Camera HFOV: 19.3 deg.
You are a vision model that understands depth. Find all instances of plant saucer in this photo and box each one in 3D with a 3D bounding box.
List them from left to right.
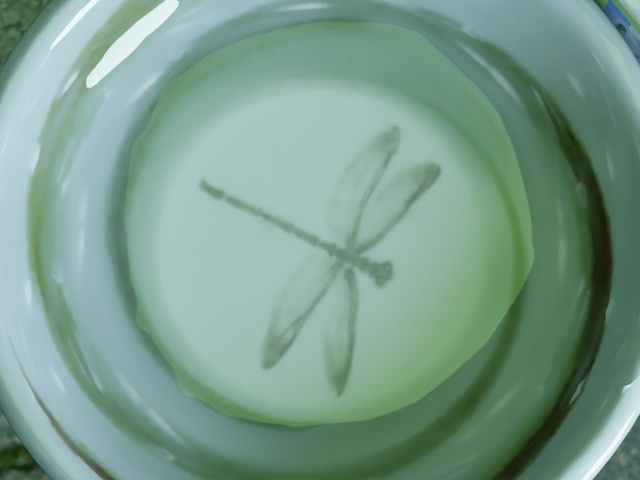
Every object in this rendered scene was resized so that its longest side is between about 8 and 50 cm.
[{"bbox_3d":[0.000,0.000,1.074,0.400,0.100,0.400,0,80,0],"label":"plant saucer"}]

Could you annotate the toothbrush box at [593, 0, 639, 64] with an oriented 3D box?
[{"bbox_3d":[0.263,-0.157,1.087,0.206,0.122,0.283,-36,80,-5],"label":"toothbrush box"}]
